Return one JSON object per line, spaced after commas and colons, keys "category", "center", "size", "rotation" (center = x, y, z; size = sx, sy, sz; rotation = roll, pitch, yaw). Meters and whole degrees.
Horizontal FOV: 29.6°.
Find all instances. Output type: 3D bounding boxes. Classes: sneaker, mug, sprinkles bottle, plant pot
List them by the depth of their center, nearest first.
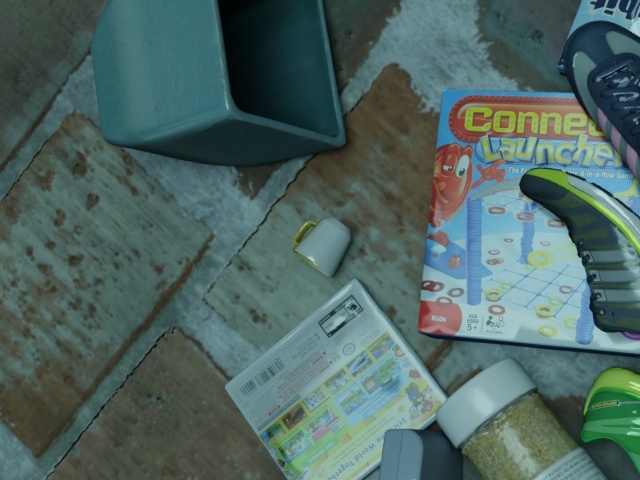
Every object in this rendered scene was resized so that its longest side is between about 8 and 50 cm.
{"category": "sneaker", "center": [0.370, -0.126, 1.321], "size": [0.112, 0.131, 0.319], "rotation": [-36, 72, 9]}
{"category": "sneaker", "center": [0.323, 0.032, 1.327], "size": [0.300, 0.111, 0.121], "rotation": [44, 100, 22]}
{"category": "sneaker", "center": [0.425, 0.255, 1.353], "size": [0.295, 0.109, 0.124], "rotation": [31, 94, 30]}
{"category": "sprinkles bottle", "center": [0.279, 0.306, 1.377], "size": [0.121, 0.121, 0.355], "rotation": [-39, 71, 9]}
{"category": "plant pot", "center": [-0.153, -0.219, 1.554], "size": [0.252, 0.247, 0.247], "rotation": [-16, 76, 32]}
{"category": "mug", "center": [0.001, 0.000, 1.556], "size": [0.078, 0.062, 0.064], "rotation": [34, 85, 14]}

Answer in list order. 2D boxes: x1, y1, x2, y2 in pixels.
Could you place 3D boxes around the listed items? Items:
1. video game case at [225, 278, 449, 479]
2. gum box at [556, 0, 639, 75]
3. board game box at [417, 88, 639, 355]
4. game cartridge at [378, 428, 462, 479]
{"category": "video game case", "center": [0.021, 0.197, 1.534], "size": [0.227, 0.026, 0.206], "rotation": [-40, 71, 8]}
{"category": "gum box", "center": [0.395, -0.271, 1.478], "size": [0.156, 0.041, 0.184], "rotation": [21, 89, 20]}
{"category": "board game box", "center": [0.285, -0.021, 1.449], "size": [0.308, 0.086, 0.302], "rotation": [4, 82, 19]}
{"category": "game cartridge", "center": [0.112, 0.364, 1.384], "size": [0.060, 0.196, 0.294], "rotation": [-2, 81, 25]}
